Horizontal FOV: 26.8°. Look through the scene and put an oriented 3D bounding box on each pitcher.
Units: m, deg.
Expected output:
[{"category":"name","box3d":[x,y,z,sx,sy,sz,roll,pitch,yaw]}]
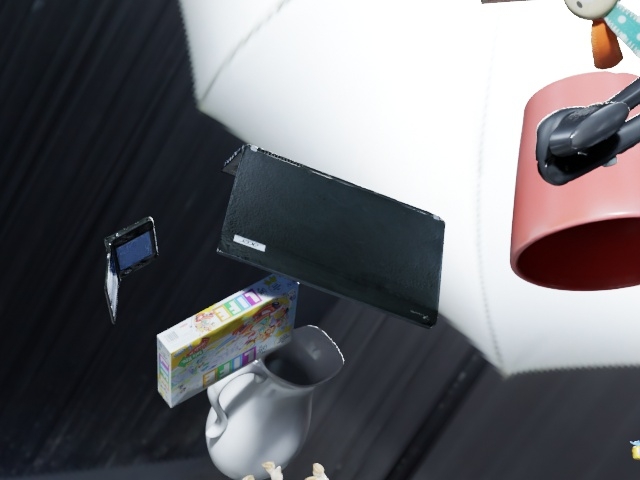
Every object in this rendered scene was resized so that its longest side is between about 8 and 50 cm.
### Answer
[{"category":"pitcher","box3d":[-0.085,0.210,1.667,0.178,0.207,0.125,-4,48,-37]}]

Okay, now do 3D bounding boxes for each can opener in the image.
[{"category":"can opener","box3d":[0.243,-0.096,1.080,0.186,0.059,0.073,-26,18,-32]}]

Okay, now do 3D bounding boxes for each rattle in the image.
[{"category":"rattle","box3d":[0.234,-0.240,1.174,0.130,0.199,0.143,8,17,19]}]

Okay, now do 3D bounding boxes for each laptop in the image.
[{"category":"laptop","box3d":[0.000,0.000,1.439,0.234,0.136,0.264,21,-9,-10]}]

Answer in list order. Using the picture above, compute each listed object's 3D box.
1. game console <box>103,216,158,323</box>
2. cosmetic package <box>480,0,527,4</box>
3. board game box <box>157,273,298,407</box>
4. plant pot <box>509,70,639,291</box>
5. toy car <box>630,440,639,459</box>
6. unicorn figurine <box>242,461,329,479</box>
[{"category":"game console","box3d":[-0.259,0.041,1.841,0.071,0.107,0.122,54,-18,21]},{"category":"cosmetic package","box3d":[0.363,-0.400,1.757,0.310,0.113,0.160,-4,-17,3]},{"category":"board game box","box3d":[-0.094,0.099,1.365,0.154,0.103,0.026,-28,60,-25]},{"category":"plant pot","box3d":[0.393,-0.087,1.880,0.275,0.275,0.243,19,58,-38]},{"category":"toy car","box3d":[0.388,0.199,1.548,0.041,0.122,0.060,8,-4,-25]},{"category":"unicorn figurine","box3d":[-0.029,0.256,1.219,0.060,0.111,0.162,-24,21,-40]}]
